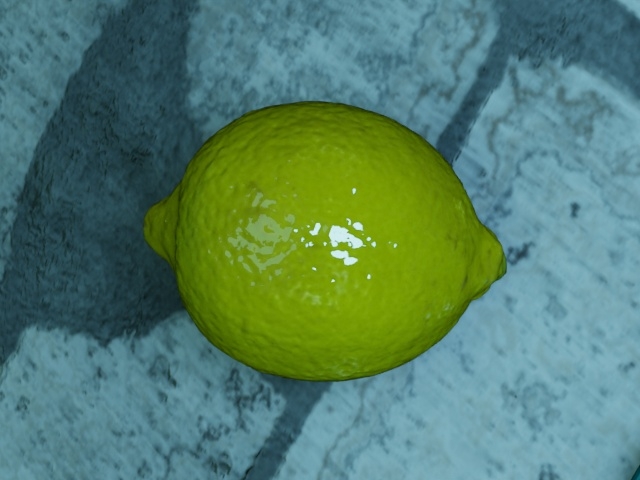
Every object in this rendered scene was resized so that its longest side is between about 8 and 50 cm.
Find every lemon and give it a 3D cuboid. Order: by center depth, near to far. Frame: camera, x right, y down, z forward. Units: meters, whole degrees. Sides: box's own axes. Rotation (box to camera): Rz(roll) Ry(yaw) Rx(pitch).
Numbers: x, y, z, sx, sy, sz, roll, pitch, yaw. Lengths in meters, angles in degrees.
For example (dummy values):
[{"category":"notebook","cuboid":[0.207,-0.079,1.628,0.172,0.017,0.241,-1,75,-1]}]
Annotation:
[{"category":"lemon","cuboid":[0.000,0.000,1.130,0.244,0.187,0.186,9,91,12]}]

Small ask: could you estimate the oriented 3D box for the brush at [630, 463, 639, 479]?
[{"category":"brush","cuboid":[0.179,0.191,1.035,0.032,0.043,0.193,33,109,23]}]
